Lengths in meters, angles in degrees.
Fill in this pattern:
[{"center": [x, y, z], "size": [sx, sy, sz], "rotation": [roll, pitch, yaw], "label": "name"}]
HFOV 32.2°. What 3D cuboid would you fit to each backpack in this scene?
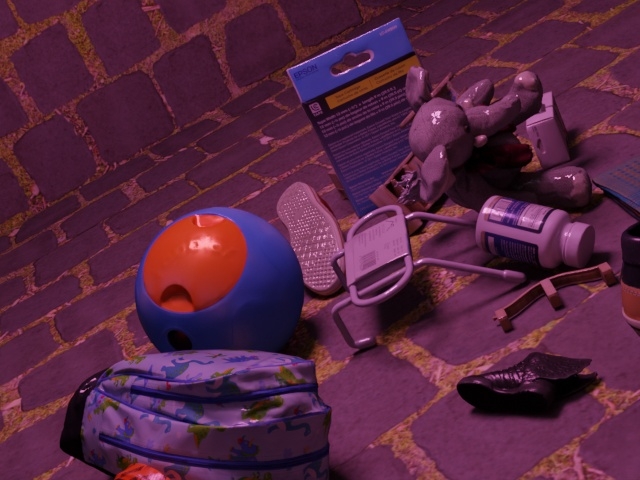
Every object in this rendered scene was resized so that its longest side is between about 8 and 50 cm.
[{"center": [-0.143, 0.257, 1.530], "size": [0.290, 0.273, 0.355], "rotation": [6, 13, -39], "label": "backpack"}]

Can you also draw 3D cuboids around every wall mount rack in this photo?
[{"center": [0.164, 0.039, 1.845], "size": [0.304, 0.130, 0.350], "rotation": [-27, 21, 12], "label": "wall mount rack"}]

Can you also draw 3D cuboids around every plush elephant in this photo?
[{"center": [0.254, -0.169, 1.858], "size": [0.330, 0.255, 0.271], "rotation": [-18, 67, 12], "label": "plush elephant"}]

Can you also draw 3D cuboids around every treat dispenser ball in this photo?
[{"center": [-0.171, 0.087, 1.892], "size": [0.288, 0.288, 0.288], "rotation": [-24, 22, 10], "label": "treat dispenser ball"}]

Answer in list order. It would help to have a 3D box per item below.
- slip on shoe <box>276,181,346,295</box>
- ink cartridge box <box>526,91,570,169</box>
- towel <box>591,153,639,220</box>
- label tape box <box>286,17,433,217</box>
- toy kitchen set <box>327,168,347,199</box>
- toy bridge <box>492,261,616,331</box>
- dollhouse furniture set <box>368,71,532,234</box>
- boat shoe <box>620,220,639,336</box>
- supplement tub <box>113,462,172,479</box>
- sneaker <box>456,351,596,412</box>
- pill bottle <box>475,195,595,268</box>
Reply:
[{"center": [0.000, 0.000, 2.147], "size": [0.123, 0.101, 0.331], "rotation": [-46, 31, 13], "label": "slip on shoe"}, {"center": [0.433, -0.210, 2.114], "size": [0.056, 0.099, 0.135], "rotation": [-19, 24, 19], "label": "ink cartridge box"}, {"center": [0.650, -0.131, 1.767], "size": [0.370, 0.040, 0.271], "rotation": [-26, 21, 1], "label": "towel"}, {"center": [0.112, -0.255, 2.251], "size": [0.249, 0.347, 0.115], "rotation": [-25, 21, 6], "label": "label tape box"}, {"center": [0.079, -0.137, 2.396], "size": [0.083, 0.075, 0.068], "rotation": [-41, 26, -21], "label": "toy kitchen set"}, {"center": [0.344, 0.079, 1.661], "size": [0.188, 0.026, 0.063], "rotation": [-25, 19, 7], "label": "toy bridge"}, {"center": [0.226, -0.145, 2.075], "size": [0.242, 0.212, 0.161], "rotation": [-44, 4, 42], "label": "dollhouse furniture set"}, {"center": [0.586, -0.044, 1.457], "size": [0.500, 0.156, 0.187], "rotation": [-28, 17, -21], "label": "boat shoe"}, {"center": [-0.294, 0.442, 1.340], "size": [0.207, 0.207, 0.338], "rotation": [0, 34, 49], "label": "supplement tub"}, {"center": [0.272, 0.185, 1.476], "size": [0.170, 0.051, 0.089], "rotation": [0, 34, 41], "label": "sneaker"}, {"center": [0.337, -0.009, 1.737], "size": [0.169, 0.094, 0.094], "rotation": [16, 44, 33], "label": "pill bottle"}]
